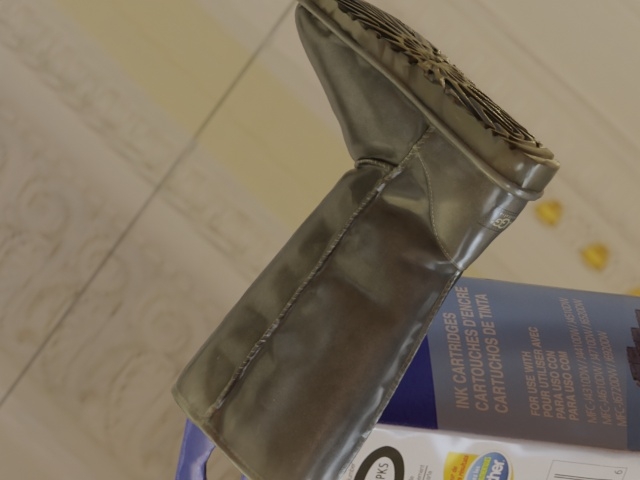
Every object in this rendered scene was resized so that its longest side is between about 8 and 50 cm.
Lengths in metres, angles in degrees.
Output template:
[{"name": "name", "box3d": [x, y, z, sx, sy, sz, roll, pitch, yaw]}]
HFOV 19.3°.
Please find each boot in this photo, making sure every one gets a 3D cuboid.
[{"name": "boot", "box3d": [-0.002, -0.001, 0.911, 0.076, 0.208, 0.190, 13, -152, -47]}]

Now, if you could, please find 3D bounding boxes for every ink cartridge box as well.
[{"name": "ink cartridge box", "box3d": [0.114, 0.168, 1.099, 0.395, 0.270, 0.151, 6, -145, -10]}]
